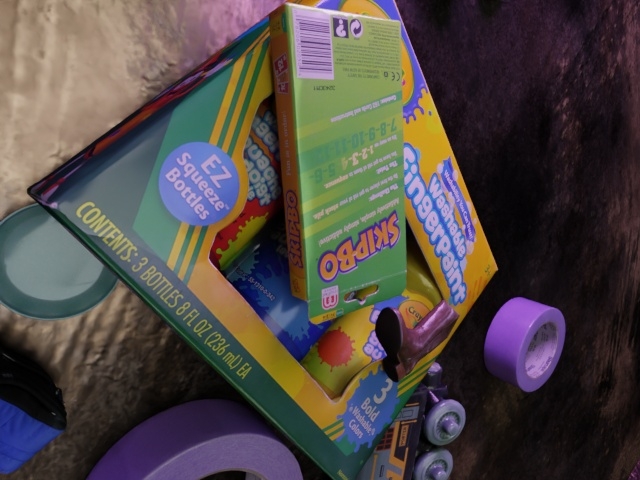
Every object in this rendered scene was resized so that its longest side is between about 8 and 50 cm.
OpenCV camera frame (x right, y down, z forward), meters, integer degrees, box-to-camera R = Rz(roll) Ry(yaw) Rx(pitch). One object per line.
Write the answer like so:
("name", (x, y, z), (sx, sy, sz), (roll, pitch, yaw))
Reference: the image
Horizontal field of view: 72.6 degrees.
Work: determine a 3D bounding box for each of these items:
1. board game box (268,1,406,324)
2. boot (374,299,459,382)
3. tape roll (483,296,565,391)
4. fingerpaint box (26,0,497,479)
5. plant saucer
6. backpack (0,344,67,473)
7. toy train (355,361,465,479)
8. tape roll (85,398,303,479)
("board game box", (0.024, -0.063, 0.394), (0.124, 0.039, 0.260), (-12, 101, -34))
("boot", (0.115, 0.091, 0.492), (0.114, 0.037, 0.107), (-29, 130, -29))
("tape roll", (0.449, 0.226, 0.957), (0.188, 0.080, 0.189), (-9, 106, -34))
("fingerpaint box", (0.000, 0.000, 0.513), (0.371, 0.163, 0.445), (-47, 123, -22))
("plant saucer", (-0.261, 0.019, 0.432), (0.119, 0.021, 0.120), (-10, 107, -33))
("backpack", (-0.303, 0.151, 0.392), (0.101, 0.098, 0.120), (-41, 135, -10))
("toy train", (0.113, 0.357, 0.723), (0.190, 0.142, 0.334), (4, 101, -24))
("tape roll", (-0.157, 0.348, 0.547), (0.274, 0.090, 0.275), (-10, 107, -34))
